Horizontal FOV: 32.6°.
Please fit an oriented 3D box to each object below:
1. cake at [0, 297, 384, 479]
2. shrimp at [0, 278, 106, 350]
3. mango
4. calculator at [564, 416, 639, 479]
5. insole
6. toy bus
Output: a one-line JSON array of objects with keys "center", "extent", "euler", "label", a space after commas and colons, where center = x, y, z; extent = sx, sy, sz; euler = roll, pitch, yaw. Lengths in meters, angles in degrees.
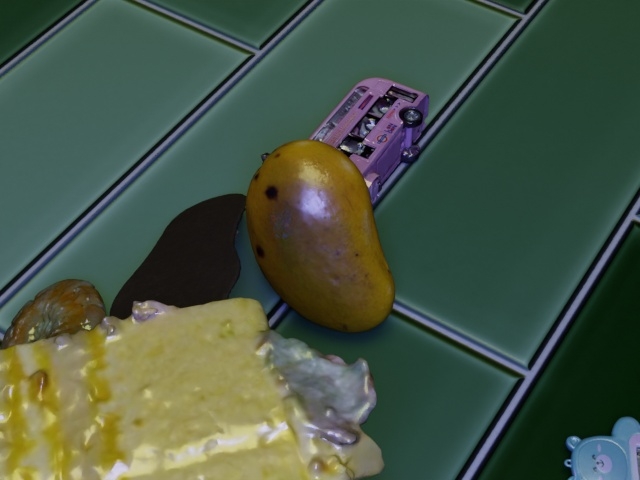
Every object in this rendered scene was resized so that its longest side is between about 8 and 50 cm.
[{"center": [-0.083, 0.188, 0.746], "extent": [0.286, 0.227, 0.222], "euler": [-14, 52, -10], "label": "cake"}, {"center": [-0.235, 0.111, 0.934], "extent": [0.101, 0.042, 0.190], "euler": [-10, 48, 18], "label": "shrimp"}, {"center": [-0.003, 0.000, 0.962], "extent": [0.115, 0.178, 0.090], "euler": [-12, 15, 19], "label": "mango"}, {"center": [0.267, 0.186, 0.883], "extent": [0.141, 0.019, 0.094], "euler": [4, 52, 3], "label": "calculator"}, {"center": [-0.114, 0.017, 0.928], "extent": [0.111, 0.007, 0.328], "euler": [-15, 19, 8], "label": "insole"}, {"center": [0.033, -0.082, 1.082], "extent": [0.090, 0.063, 0.203], "euler": [23, 52, 19], "label": "toy bus"}]
